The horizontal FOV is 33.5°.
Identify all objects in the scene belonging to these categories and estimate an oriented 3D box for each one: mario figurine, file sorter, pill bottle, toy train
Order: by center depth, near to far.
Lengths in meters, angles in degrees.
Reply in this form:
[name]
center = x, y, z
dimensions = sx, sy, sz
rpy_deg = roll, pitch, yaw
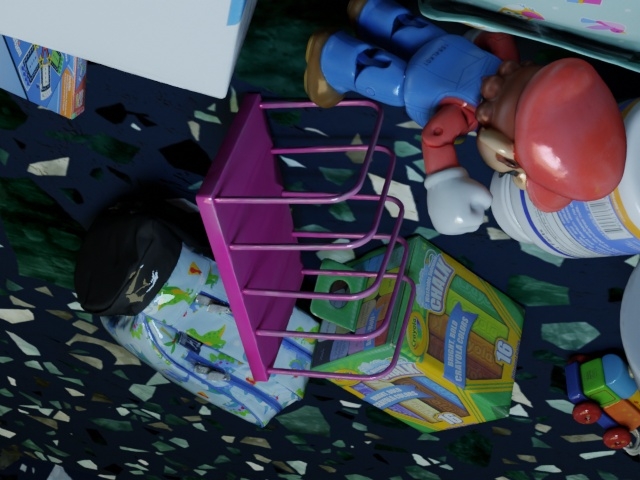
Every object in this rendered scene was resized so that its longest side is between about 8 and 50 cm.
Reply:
[mario figurine]
center = 0.139, -0.112, 1.007
dimensions = 0.320, 0.198, 0.170
rpy_deg = 32, -169, 32
[pill bottle]
center = 0.291, -0.058, 1.091
dimensions = 0.152, 0.152, 0.272
rpy_deg = 27, 168, -17
[file sorter]
center = 0.000, 0.000, 1.256
dimensions = 0.182, 0.202, 0.290
rpy_deg = 1, 131, 17
[toy train]
center = 0.488, 0.247, 1.597
dimensions = 0.143, 0.105, 0.248
rpy_deg = -28, 129, 32

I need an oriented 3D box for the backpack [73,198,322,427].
[backpack]
center = -0.159, 0.112, 1.537
dimensions = 0.355, 0.273, 0.290
rpy_deg = 17, 172, -29

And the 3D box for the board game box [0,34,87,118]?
[board game box]
center = -0.297, -0.268, 1.068
dimensions = 0.145, 0.027, 0.281
rpy_deg = 25, 130, 12

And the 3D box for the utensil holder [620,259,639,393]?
[utensil holder]
center = 0.544, 0.180, 1.237
dimensions = 0.328, 0.327, 0.385
rpy_deg = -3, 143, 29

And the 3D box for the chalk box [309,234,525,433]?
[chalk box]
center = 0.115, 0.122, 1.475
dimensions = 0.289, 0.180, 0.179
rpy_deg = 32, 146, -27

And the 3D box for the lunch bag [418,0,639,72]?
[lunch bag]
center = 0.203, -0.241, 0.882
dimensions = 0.223, 0.160, 0.262
rpy_deg = 13, 164, -3

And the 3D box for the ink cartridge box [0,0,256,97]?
[ink cartridge box]
center = -0.121, -0.295, 0.828
dimensions = 0.197, 0.270, 0.198
rpy_deg = 16, 149, -3
